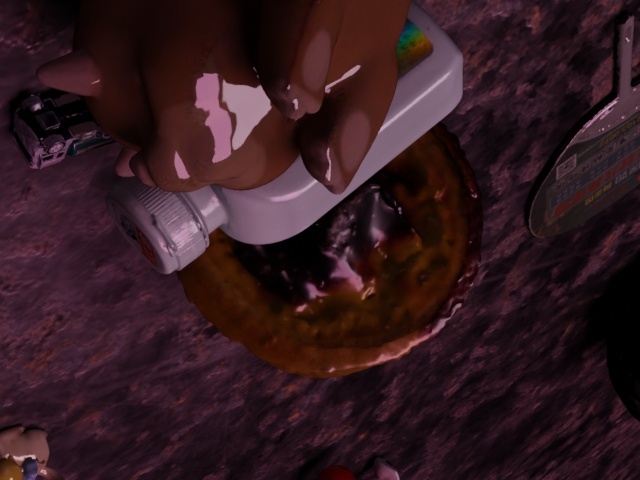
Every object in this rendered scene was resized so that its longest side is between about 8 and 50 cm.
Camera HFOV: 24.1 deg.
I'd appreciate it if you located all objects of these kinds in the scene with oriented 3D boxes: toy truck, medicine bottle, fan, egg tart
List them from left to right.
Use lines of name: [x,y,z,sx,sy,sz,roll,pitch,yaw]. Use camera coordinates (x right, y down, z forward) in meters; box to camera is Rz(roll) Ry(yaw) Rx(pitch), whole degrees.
toy truck: [-0.147,-0.071,0.915,0.083,0.039,0.044,-22,161,-33]
medicine bottle: [-0.028,-0.071,0.944,0.229,0.121,0.083,-39,154,-16]
egg tart: [0.000,0.000,1.044,0.215,0.215,0.171,-33,167,-13]
fan: [0.263,-0.090,1.411,0.223,0.012,0.294,-47,151,16]

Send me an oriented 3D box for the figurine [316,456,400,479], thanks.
figurine: [-0.022,0.358,1.603,0.186,0.176,0.287,25,99,-15]

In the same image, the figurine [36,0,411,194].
figurine: [-0.043,-0.142,0.822,0.177,0.173,0.247,21,85,-63]

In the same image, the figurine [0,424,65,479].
figurine: [-0.233,0.172,1.149,0.083,0.050,0.047,5,123,-53]

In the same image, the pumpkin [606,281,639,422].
pumpkin: [0.483,0.124,1.708,0.295,0.296,0.296,-29,150,-19]
